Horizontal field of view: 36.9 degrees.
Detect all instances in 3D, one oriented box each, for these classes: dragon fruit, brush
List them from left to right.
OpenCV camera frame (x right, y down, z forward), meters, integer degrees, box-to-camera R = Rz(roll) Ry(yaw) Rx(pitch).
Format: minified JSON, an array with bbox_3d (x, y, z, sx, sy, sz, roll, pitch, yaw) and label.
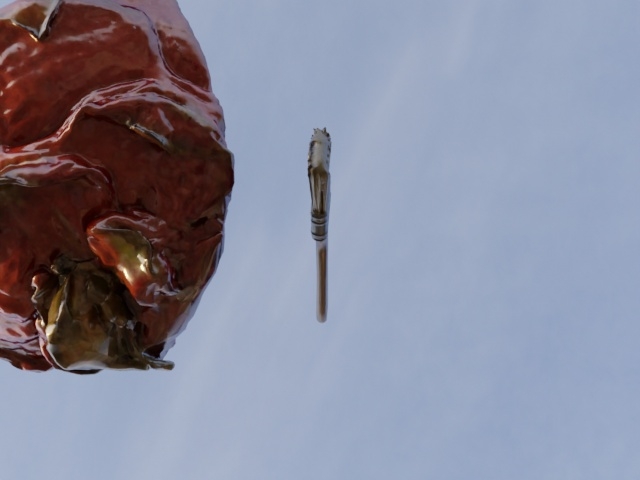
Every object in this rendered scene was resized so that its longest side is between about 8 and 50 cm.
[{"bbox_3d":[-0.177,-0.018,0.631,0.152,0.205,0.316,0,-62,-46],"label":"dragon fruit"},{"bbox_3d":[0.000,0.000,0.641,0.014,0.043,0.169,3,-42,3],"label":"brush"}]
